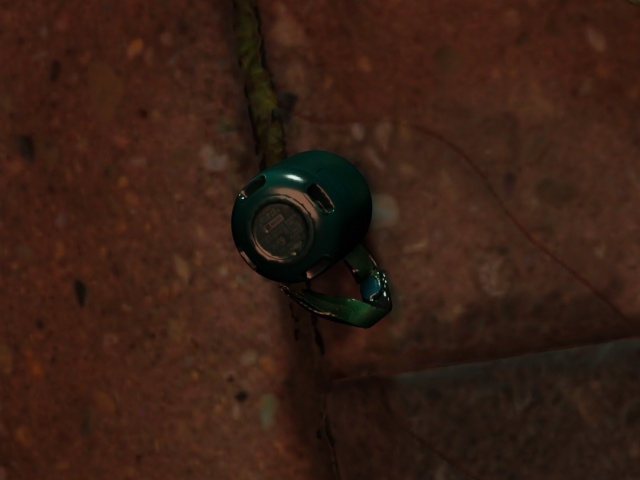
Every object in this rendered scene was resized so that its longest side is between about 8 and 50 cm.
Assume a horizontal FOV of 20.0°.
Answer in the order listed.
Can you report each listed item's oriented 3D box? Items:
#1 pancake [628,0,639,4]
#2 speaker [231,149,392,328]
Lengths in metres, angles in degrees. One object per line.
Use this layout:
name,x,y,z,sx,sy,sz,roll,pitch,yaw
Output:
pancake,0.054,-0.287,0.881,0.427,0.067,0.305,15,102,21
speaker,-0.004,0.003,0.932,0.060,0.075,0.094,-14,98,22
